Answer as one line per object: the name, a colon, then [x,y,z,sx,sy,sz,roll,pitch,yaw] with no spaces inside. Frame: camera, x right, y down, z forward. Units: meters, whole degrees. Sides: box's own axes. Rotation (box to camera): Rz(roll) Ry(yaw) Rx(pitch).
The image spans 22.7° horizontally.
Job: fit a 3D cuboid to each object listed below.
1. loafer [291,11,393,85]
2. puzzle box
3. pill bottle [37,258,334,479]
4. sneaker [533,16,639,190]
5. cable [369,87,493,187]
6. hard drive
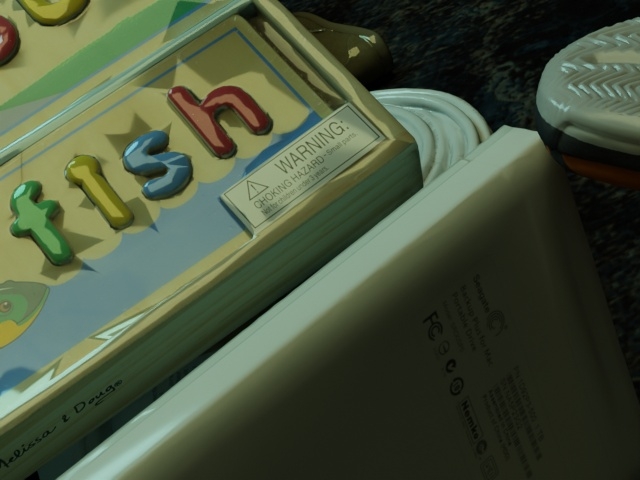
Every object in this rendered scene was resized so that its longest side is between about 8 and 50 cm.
loafer: [-0.005,-0.153,1.316,0.050,0.056,0.148,-38,29,-30]
puzzle box: [-0.188,-0.011,0.800,0.409,0.052,0.272,-36,61,-13]
pill bottle: [-0.038,0.094,0.856,0.229,0.131,0.131,-20,28,33]
sneaker: [0.247,0.005,0.687,0.321,0.180,0.124,7,38,7]
cable: [0.000,0.000,1.032,0.257,0.089,0.257,-16,31,19]
hard drive: [0.015,0.117,0.685,0.307,0.203,0.040,-38,32,-25]
